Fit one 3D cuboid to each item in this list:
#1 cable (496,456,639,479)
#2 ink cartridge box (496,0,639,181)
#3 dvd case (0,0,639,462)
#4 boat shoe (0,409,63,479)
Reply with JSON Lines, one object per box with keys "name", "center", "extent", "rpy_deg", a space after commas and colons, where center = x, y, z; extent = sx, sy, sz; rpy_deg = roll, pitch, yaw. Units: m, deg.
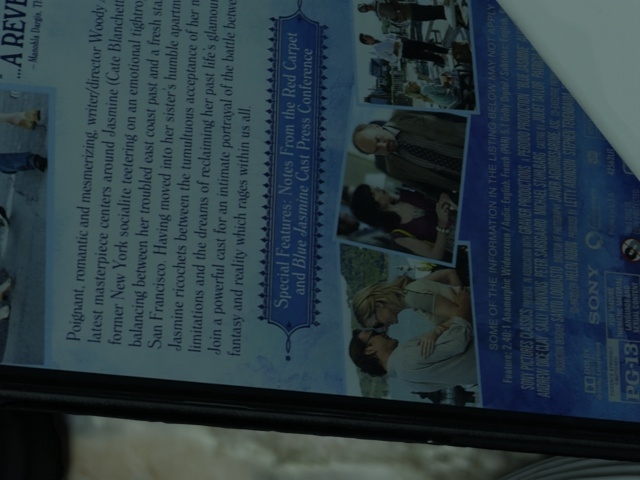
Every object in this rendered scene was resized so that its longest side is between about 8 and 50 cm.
{"name": "cable", "center": [0.126, 0.195, 0.555], "extent": [0.257, 0.089, 0.257], "rpy_deg": [-30, 93, 28]}
{"name": "ink cartridge box", "center": [0.062, -0.168, 0.389], "extent": [0.114, 0.197, 0.273], "rpy_deg": [-39, 92, 30]}
{"name": "dvd case", "center": [-0.021, -0.037, 0.443], "extent": [0.253, 0.022, 0.180], "rpy_deg": [7, 72, -16]}
{"name": "boat shoe", "center": [-0.286, 0.062, 0.638], "extent": [0.341, 0.158, 0.127], "rpy_deg": [14, 114, 17]}
